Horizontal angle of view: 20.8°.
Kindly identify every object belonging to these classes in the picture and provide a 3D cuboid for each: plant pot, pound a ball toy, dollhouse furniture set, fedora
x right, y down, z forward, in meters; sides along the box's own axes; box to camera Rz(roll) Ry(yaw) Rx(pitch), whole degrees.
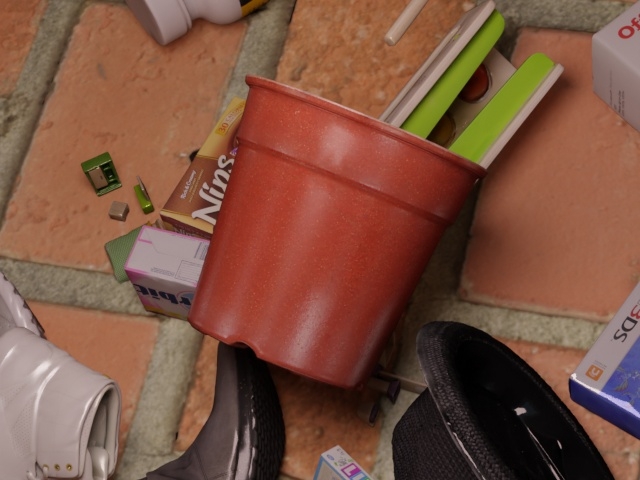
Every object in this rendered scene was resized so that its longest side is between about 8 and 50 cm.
[{"bbox_3d":[0.000,0.000,1.813,0.272,0.272,0.265,22,90,21],"label":"plant pot"},{"bbox_3d":[0.131,-0.183,2.058,0.208,0.136,0.319,42,70,-10],"label":"pound a ball toy"},{"bbox_3d":[-0.238,-0.032,2.100,0.076,0.058,0.151,-24,58,-4],"label":"dollhouse furniture set"},{"bbox_3d":[0.090,0.148,1.904,0.081,0.114,0.091,17,62,14],"label":"dollhouse furniture set"},{"bbox_3d":[0.172,0.247,1.778,0.152,0.334,0.334,-43,57,20],"label":"fedora"}]

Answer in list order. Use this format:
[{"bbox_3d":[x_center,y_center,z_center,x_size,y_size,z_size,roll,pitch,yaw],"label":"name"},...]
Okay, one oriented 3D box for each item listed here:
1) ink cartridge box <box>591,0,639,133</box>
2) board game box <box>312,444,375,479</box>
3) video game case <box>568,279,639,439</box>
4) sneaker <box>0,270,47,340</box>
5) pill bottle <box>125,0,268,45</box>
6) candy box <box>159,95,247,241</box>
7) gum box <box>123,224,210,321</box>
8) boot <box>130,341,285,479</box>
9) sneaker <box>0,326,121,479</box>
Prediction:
[{"bbox_3d":[0.484,-0.181,2.019,0.211,0.121,0.289,-37,60,-13],"label":"ink cartridge box"},{"bbox_3d":[0.027,0.300,1.804,0.026,0.154,0.103,-24,54,-38],"label":"board game box"},{"bbox_3d":[0.446,0.133,1.878,0.269,0.061,0.244,30,70,24],"label":"video game case"},{"bbox_3d":[-0.368,0.132,2.000,0.115,0.105,0.281,-33,60,-9],"label":"sneaker"},{"bbox_3d":[-0.099,-0.394,2.213,0.334,0.188,0.188,-34,60,-10],"label":"pill bottle"},{"bbox_3d":[-0.100,-0.075,2.105,0.109,0.053,0.186,22,65,21],"label":"candy box"},{"bbox_3d":[-0.119,0.053,1.999,0.188,0.107,0.062,14,63,18],"label":"gum box"},{"bbox_3d":[-0.157,0.254,1.892,0.223,0.118,0.338,-13,51,13],"label":"boot"},{"bbox_3d":[-0.319,0.258,1.868,0.169,0.108,0.292,24,94,25],"label":"sneaker"}]
